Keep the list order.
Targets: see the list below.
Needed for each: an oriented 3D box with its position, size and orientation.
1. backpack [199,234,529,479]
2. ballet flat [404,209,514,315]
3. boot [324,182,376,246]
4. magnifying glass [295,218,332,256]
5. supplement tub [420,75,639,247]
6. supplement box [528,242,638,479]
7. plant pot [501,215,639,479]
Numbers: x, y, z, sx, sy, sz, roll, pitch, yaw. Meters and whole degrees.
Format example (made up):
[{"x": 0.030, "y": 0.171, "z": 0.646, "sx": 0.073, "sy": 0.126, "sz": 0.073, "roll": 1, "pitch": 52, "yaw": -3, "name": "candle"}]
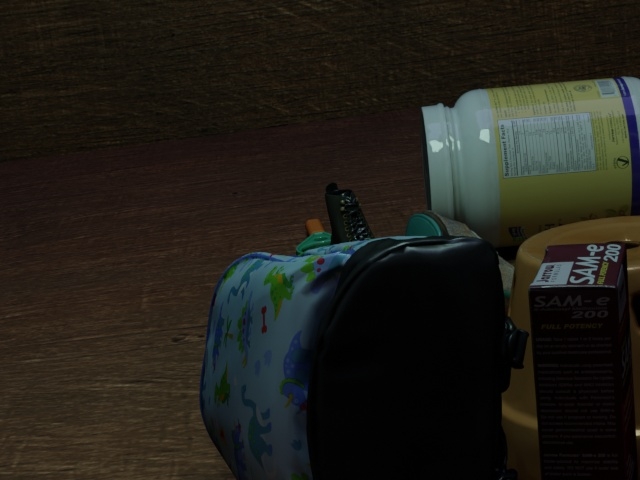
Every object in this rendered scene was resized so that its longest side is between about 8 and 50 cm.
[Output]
[{"x": 0.023, "y": 0.121, "z": 1.251, "sx": 0.273, "sy": 0.290, "sz": 0.355, "roll": 2, "pitch": 6, "yaw": -1, "name": "backpack"}, {"x": 0.198, "y": 0.038, "z": 1.913, "sx": 0.106, "sy": 0.107, "sz": 0.316, "roll": 10, "pitch": 15, "yaw": -14, "name": "ballet flat"}, {"x": 0.056, "y": -0.003, "z": 2.029, "sx": 0.077, "sy": 0.137, "sz": 0.198, "roll": -15, "pitch": 16, "yaw": -27, "name": "boot"}, {"x": 0.000, "y": 0.000, "z": 2.285, "sx": 0.092, "sy": 0.026, "sz": 0.231, "roll": -9, "pitch": 13, "yaw": -4, "name": "magnifying glass"}, {"x": 0.322, "y": -0.112, "z": 2.094, "sx": 0.331, "sy": 0.241, "sz": 0.241, "roll": -5, "pitch": 14, "yaw": 2, "name": "supplement tub"}, {"x": 0.219, "y": 0.133, "z": 1.160, "sx": 0.073, "sy": 0.239, "sz": 0.130, "roll": -2, "pitch": 15, "yaw": 16, "name": "supplement box"}, {"x": 0.299, "y": 0.096, "z": 1.355, "sx": 0.291, "sy": 0.203, "sz": 0.291, "roll": -6, "pitch": 14, "yaw": 1, "name": "plant pot"}]
